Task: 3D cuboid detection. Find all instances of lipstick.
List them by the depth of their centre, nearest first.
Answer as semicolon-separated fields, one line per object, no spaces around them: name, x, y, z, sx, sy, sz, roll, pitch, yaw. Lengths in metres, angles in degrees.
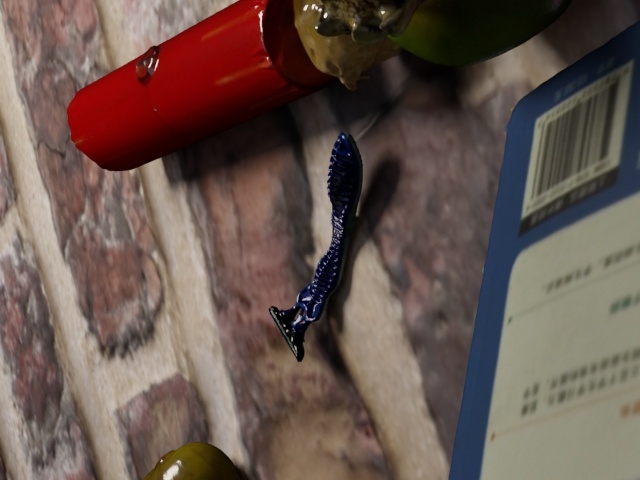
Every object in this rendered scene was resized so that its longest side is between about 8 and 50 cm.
lipstick;-0.078;-0.099;0.833;0.280;0.073;0.073;-14;85;56

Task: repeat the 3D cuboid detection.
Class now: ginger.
ginger;0.005;-0.174;0.688;0.095;0.069;0.190;-30;71;49

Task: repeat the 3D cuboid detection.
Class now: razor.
razor;0.004;0.000;0.768;0.044;0.028;0.154;55;140;41

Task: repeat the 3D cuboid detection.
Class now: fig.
fig;-0.084;0.185;0.912;0.088;0.074;0.074;56;145;-1

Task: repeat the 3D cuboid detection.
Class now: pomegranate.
pomegranate;0.052;-0.126;0.567;0.115;0.142;0.114;22;130;29

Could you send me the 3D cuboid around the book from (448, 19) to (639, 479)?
book;0.125;0.085;0.402;0.300;0.039;0.427;-31;41;56
